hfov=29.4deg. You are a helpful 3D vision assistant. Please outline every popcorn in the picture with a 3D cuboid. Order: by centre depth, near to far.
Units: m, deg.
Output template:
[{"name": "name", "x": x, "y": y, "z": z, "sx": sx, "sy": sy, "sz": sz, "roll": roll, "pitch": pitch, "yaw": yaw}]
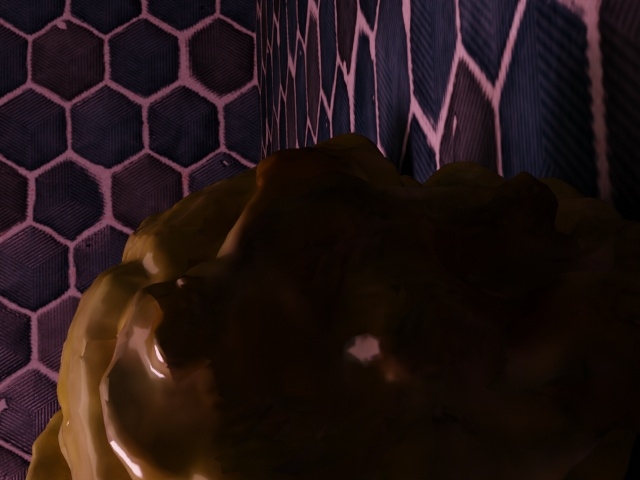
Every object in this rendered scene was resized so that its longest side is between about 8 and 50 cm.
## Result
[{"name": "popcorn", "x": 0.012, "y": 0.073, "z": 0.518, "sx": 0.237, "sy": 0.293, "sz": 0.293, "roll": 87, "pitch": 177, "yaw": -53}]

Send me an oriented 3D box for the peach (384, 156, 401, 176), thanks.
[{"name": "peach", "x": 0.000, "y": 0.000, "z": 0.985, "sx": 0.152, "sy": 0.152, "sz": 0.152, "roll": 178, "pitch": 90, "yaw": -83}]
